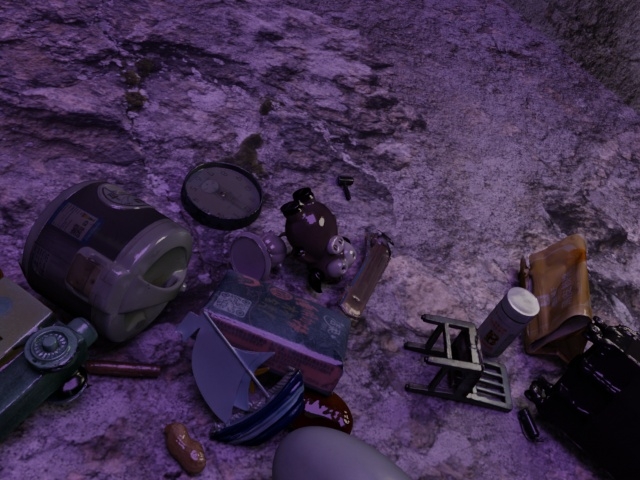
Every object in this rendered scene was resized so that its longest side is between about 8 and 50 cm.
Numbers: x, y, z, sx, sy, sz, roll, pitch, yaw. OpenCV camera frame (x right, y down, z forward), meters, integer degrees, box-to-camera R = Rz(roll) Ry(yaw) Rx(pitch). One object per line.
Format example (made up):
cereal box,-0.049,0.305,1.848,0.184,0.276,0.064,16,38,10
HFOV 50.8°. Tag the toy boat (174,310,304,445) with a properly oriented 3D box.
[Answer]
toy boat,-0.174,0.261,1.315,0.220,0.067,0.291,-38,96,1

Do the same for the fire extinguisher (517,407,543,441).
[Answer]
fire extinguisher,0.484,0.432,1.559,0.038,0.025,0.083,-24,53,7

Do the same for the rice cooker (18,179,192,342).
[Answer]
rice cooker,-0.418,0.042,1.361,0.276,0.289,0.288,30,45,13

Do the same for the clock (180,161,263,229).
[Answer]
clock,-0.253,-0.120,1.749,0.214,0.042,0.215,12,46,-13

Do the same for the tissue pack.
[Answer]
tissue pack,-0.094,0.188,1.444,0.315,0.103,0.228,23,22,0

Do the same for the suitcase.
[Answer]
suitcase,0.712,0.400,1.508,0.434,0.283,0.194,42,30,19

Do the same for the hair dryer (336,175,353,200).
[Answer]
hair dryer,0.076,-0.149,1.922,0.047,0.026,0.083,1,53,-21

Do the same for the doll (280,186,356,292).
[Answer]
doll,-0.002,-0.001,1.632,0.182,0.117,0.257,-50,118,-37

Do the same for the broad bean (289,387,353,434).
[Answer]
broad bean,-0.011,0.354,1.387,0.165,0.085,0.114,23,37,5

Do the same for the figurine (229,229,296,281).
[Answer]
figurine,-0.124,0.027,1.626,0.132,0.132,0.153,45,36,19

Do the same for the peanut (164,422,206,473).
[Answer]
peanut,-0.257,0.392,1.278,0.053,0.054,0.113,-27,63,-38

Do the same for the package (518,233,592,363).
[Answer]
package,0.608,0.151,1.770,0.164,0.221,0.311,7,43,12

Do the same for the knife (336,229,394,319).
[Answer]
knife,0.110,0.084,1.674,0.089,0.043,0.365,32,35,0

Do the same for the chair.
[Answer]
chair,0.340,0.282,1.552,0.270,0.147,0.136,14,45,-8

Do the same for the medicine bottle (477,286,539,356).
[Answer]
medicine bottle,0.450,0.201,1.642,0.086,0.183,0.086,11,46,-11

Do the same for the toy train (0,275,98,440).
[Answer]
toy train,-0.593,0.253,1.179,0.253,0.160,0.397,30,54,17

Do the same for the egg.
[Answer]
egg,0.061,0.485,1.195,0.229,0.230,0.371,-27,60,-38

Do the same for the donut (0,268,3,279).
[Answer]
donut,-0.739,0.069,1.363,0.178,0.066,0.162,-2,50,-23

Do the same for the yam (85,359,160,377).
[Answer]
yam,-0.396,0.258,1.355,0.145,0.032,0.032,7,47,-17
